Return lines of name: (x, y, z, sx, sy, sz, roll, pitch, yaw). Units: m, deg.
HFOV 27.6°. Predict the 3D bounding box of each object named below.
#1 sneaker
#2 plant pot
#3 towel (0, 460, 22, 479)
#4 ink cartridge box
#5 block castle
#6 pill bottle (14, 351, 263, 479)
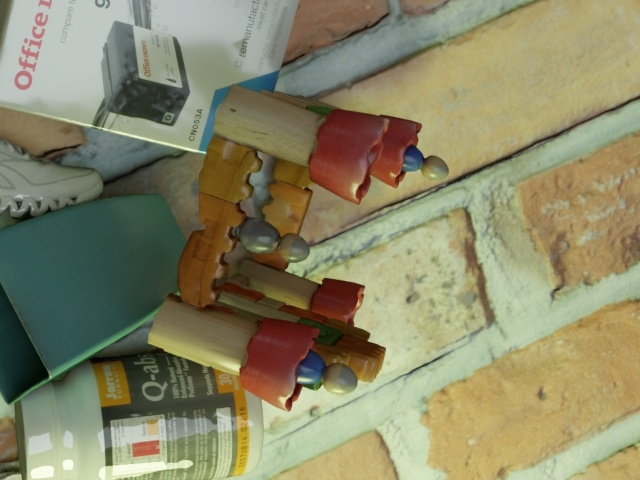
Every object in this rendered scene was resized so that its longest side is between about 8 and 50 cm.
sneaker: (-0.384, -0.086, 1.450, 0.292, 0.110, 0.118, 3, 96, -20)
plant pot: (-0.268, 0.047, 1.467, 0.234, 0.165, 0.166, -28, 88, -34)
towel: (-0.294, 0.364, 1.641, 0.282, 0.049, 0.187, 3, 106, -21)
ink cartridge box: (-0.202, -0.231, 1.450, 0.307, 0.129, 0.223, 12, 102, -22)
block castle: (0.000, 0.000, 1.407, 0.212, 0.453, 0.303, 19, 97, 7)
pill bottle: (-0.219, 0.217, 1.560, 0.278, 0.162, 0.162, -4, 107, -19)
